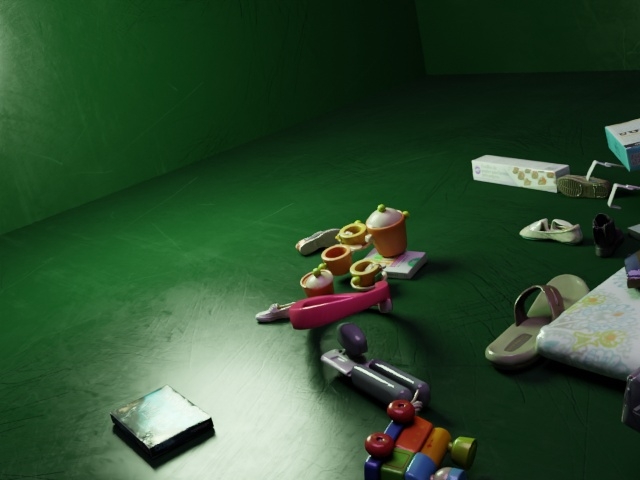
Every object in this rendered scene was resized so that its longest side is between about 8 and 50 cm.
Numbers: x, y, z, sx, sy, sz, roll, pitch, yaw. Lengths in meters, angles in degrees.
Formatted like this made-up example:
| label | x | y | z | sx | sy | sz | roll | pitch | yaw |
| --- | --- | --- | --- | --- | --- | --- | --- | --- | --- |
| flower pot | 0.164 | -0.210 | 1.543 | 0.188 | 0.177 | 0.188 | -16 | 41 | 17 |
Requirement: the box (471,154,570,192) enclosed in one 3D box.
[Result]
| label | x | y | z | sx | sy | sz | roll | pitch | yaw |
| --- | --- | --- | --- | --- | --- | --- | --- | --- | --- |
| box | 0.573 | -0.195 | 2.424 | 0.067 | 0.063 | 0.324 | -22 | 22 | -30 |

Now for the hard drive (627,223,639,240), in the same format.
| label | x | y | z | sx | sy | sz | roll | pitch | yaw |
| --- | --- | --- | --- | --- | --- | --- | --- | --- | --- |
| hard drive | 0.777 | -0.026 | 1.893 | 0.135 | 0.022 | 0.094 | -16 | 20 | -12 |

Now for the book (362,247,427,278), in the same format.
| label | x | y | z | sx | sy | sz | roll | pitch | yaw |
| --- | --- | --- | --- | --- | --- | --- | --- | --- | --- |
| book | 0.171 | 0.058 | 2.018 | 0.144 | 0.035 | 0.096 | 3 | 29 | 35 |

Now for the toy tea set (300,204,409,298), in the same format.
| label | x | y | z | sx | sy | sz | roll | pitch | yaw |
| --- | --- | --- | --- | --- | --- | --- | --- | --- | --- |
| toy tea set | 0.077 | 0.019 | 1.973 | 0.200 | 0.124 | 0.336 | -1 | 31 | 28 |

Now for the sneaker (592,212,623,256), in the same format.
| label | x | y | z | sx | sy | sz | roll | pitch | yaw |
| --- | --- | --- | --- | --- | --- | --- | --- | --- | --- |
| sneaker | 0.636 | -0.024 | 1.871 | 0.051 | 0.089 | 0.170 | 0 | 23 | 30 |

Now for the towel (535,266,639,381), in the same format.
| label | x | y | z | sx | sy | sz | roll | pitch | yaw |
| --- | --- | --- | --- | --- | --- | --- | --- | --- | --- |
| towel | 0.608 | 0.140 | 1.444 | 0.374 | 0.090 | 0.321 | -26 | 21 | -35 |

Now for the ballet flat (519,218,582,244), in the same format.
| label | x | y | z | sx | sy | sz | roll | pitch | yaw |
| --- | --- | --- | --- | --- | --- | --- | --- | --- | --- |
| ballet flat | 0.546 | -0.028 | 1.992 | 0.057 | 0.052 | 0.168 | -27 | 24 | -36 |

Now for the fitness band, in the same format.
| label | x | y | z | sx | sy | sz | roll | pitch | yaw |
| --- | --- | --- | --- | --- | --- | --- | --- | --- | --- |
| fitness band | 0.042 | 0.135 | 1.723 | 0.209 | 0.054 | 0.291 | -14 | 0 | 3 |

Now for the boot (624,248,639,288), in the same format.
| label | x | y | z | sx | sy | sz | roll | pitch | yaw |
| --- | --- | --- | --- | --- | --- | --- | --- | --- | --- |
| boot | 0.594 | 0.026 | 1.526 | 0.106 | 0.082 | 0.219 | -7 | 20 | 12 |

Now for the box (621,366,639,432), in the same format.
| label | x | y | z | sx | sy | sz | roll | pitch | yaw |
| --- | --- | --- | --- | --- | --- | --- | --- | --- | --- |
| box | 0.639 | 0.223 | 1.054 | 0.318 | 0.097 | 0.395 | -27 | 38 | -30 |

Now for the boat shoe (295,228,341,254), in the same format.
| label | x | y | z | sx | sy | sz | roll | pitch | yaw |
| --- | --- | --- | --- | --- | --- | --- | --- | --- | --- |
| boat shoe | 0.000 | 0.000 | 2.258 | 0.137 | 0.049 | 0.043 | -22 | 19 | -14 |

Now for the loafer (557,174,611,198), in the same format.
| label | x | y | z | sx | sy | sz | roll | pitch | yaw |
| --- | --- | --- | --- | --- | --- | --- | --- | --- | --- |
| loafer | 0.698 | -0.141 | 2.221 | 0.148 | 0.056 | 0.050 | 18 | 31 | 36 |

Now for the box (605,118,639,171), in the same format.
| label | x | y | z | sx | sy | sz | roll | pitch | yaw |
| --- | --- | --- | --- | --- | --- | --- | --- | --- | --- |
| box | 0.784 | -0.241 | 2.088 | 0.101 | 0.060 | 0.244 | -13 | 18 | 12 |

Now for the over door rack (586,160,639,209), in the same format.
| label | x | y | z | sx | sy | sz | roll | pitch | yaw |
| --- | --- | --- | --- | --- | --- | --- | --- | --- | --- |
| over door rack | 0.838 | -0.160 | 2.039 | 0.324 | 0.108 | 0.239 | 0 | 20 | 5 |

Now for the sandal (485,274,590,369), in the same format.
| label | x | y | z | sx | sy | sz | roll | pitch | yaw |
| --- | --- | --- | --- | --- | --- | --- | --- | --- | --- |
| sandal | 0.407 | 0.134 | 1.557 | 0.120 | 0.086 | 0.303 | -4 | 22 | 44 |

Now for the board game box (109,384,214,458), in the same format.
| label | x | y | z | sx | sy | sz | roll | pitch | yaw |
| --- | --- | --- | --- | --- | --- | --- | --- | --- | --- |
| board game box | -0.294 | 0.329 | 1.545 | 0.126 | 0.026 | 0.186 | -23 | 22 | -30 |

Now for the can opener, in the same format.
| label | x | y | z | sx | sy | sz | roll | pitch | yaw |
| --- | --- | --- | --- | --- | --- | --- | --- | --- | --- |
| can opener | 0.089 | 0.228 | 1.508 | 0.074 | 0.093 | 0.280 | -15 | 20 | -26 |

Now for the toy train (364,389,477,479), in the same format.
| label | x | y | z | sx | sy | sz | roll | pitch | yaw |
| --- | --- | --- | --- | --- | --- | --- | --- | --- | --- |
| toy train | 0.169 | 0.298 | 1.255 | 0.143 | 0.105 | 0.248 | 9 | 27 | 24 |

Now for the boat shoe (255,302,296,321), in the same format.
| label | x | y | z | sx | sy | sz | roll | pitch | yaw |
| --- | --- | --- | --- | --- | --- | --- | --- | --- | --- |
| boat shoe | -0.099 | 0.157 | 1.891 | 0.100 | 0.035 | 0.035 | -9 | 20 | 9 |
